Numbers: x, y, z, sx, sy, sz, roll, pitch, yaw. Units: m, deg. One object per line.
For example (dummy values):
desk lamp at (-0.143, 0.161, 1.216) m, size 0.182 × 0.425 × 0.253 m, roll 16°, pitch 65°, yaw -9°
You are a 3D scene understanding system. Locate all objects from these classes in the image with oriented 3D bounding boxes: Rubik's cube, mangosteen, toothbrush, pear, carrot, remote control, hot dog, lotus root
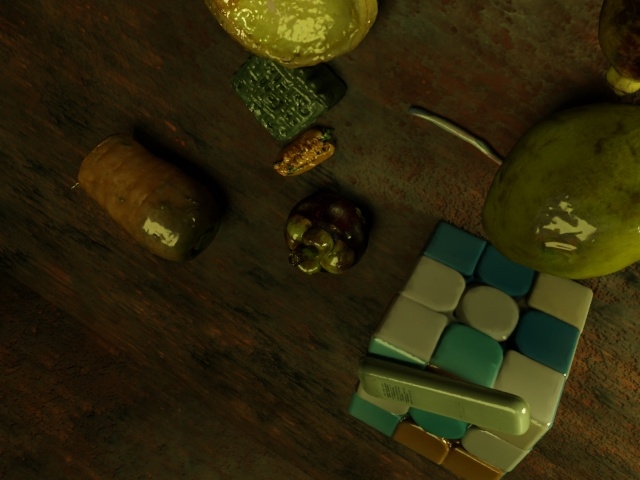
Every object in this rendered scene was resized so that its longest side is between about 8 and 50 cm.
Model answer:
Rubik's cube at (0.296, 0.235, 1.282) m, size 0.347 × 0.347 × 0.344 m, roll 26°, pitch 143°, yaw 12°
mangosteen at (0.000, 0.000, 1.369) m, size 0.192 × 0.217 × 0.192 m, roll 19°, pitch 133°, yaw 22°
toothbrush at (0.277, -0.175, 1.123) m, size 0.269 × 0.021 × 0.027 m, roll 30°, pitch 130°, yaw 7°
pear at (0.407, -0.072, 0.955) m, size 0.321 × 0.269 × 0.269 m, roll -21°, pitch 117°, yaw 33°
carrot at (-0.425, -0.102, 1.590) m, size 0.341 × 0.224 × 0.224 m, roll 36°, pitch 143°, yaw 7°
remote control at (0.203, 0.266, 1.074) m, size 0.309 × 0.038 × 0.090 m, roll 8°, pitch 131°, yaw 31°
hot dog at (-0.037, -0.183, 1.332) m, size 0.072 × 0.055 × 0.188 m, roll 48°, pitch 142°, yaw -13°
lotus root at (0.440, -0.296, 0.764) m, size 0.169 × 0.141 × 0.314 m, roll 28°, pitch 144°, yaw 17°

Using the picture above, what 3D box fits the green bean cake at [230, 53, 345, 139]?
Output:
green bean cake at (-0.069, -0.294, 1.205) m, size 0.181 × 0.094 × 0.173 m, roll 48°, pitch 142°, yaw -14°

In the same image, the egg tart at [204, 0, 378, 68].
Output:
egg tart at (-0.050, -0.416, 1.005) m, size 0.294 × 0.123 × 0.294 m, roll 8°, pitch 150°, yaw 5°
